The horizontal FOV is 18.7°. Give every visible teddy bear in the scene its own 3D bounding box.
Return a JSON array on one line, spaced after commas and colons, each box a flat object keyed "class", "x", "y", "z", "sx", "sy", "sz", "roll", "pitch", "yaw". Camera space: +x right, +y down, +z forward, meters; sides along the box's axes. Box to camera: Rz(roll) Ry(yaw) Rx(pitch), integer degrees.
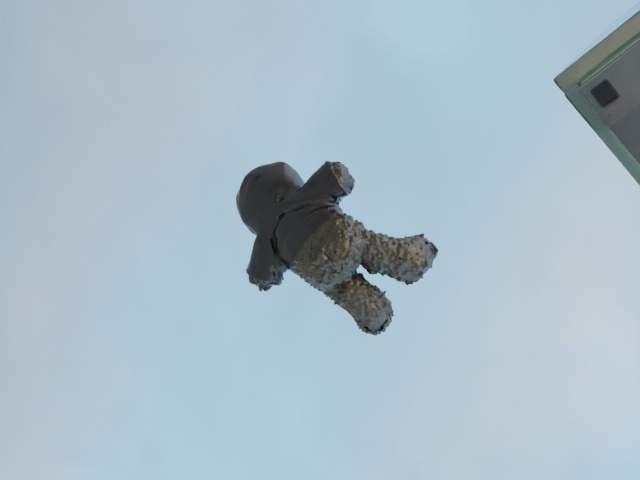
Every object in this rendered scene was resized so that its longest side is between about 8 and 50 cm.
[{"class": "teddy bear", "x": 0.000, "y": 0.002, "z": 1.497, "sx": 0.119, "sy": 0.160, "sz": 0.078, "roll": -56, "pitch": 172, "yaw": 12}]

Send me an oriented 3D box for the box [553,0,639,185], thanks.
[{"class": "box", "x": 0.296, "y": -0.083, "z": 1.090, "sx": 0.225, "sy": 0.225, "sz": 0.117, "roll": -39, "pitch": -179, "yaw": 31}]
